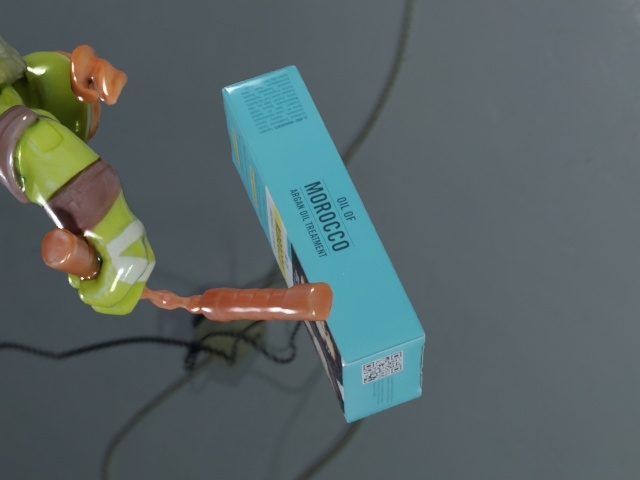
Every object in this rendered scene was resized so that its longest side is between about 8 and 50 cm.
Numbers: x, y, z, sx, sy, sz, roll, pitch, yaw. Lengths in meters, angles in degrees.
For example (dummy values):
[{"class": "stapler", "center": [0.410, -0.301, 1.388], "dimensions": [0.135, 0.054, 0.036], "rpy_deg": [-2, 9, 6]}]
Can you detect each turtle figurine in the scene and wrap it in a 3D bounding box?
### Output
[{"class": "turtle figurine", "center": [-0.138, -0.038, 0.425], "dimensions": [0.269, 0.217, 0.087], "rpy_deg": [31, 115, 39]}]

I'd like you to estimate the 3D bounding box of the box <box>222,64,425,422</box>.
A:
[{"class": "box", "center": [0.000, 0.000, 1.021], "dimensions": [0.060, 0.100, 0.244], "rpy_deg": [-19, 61, -9]}]
